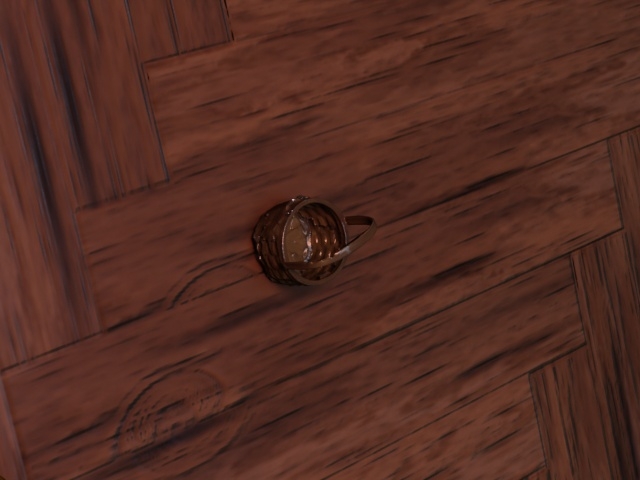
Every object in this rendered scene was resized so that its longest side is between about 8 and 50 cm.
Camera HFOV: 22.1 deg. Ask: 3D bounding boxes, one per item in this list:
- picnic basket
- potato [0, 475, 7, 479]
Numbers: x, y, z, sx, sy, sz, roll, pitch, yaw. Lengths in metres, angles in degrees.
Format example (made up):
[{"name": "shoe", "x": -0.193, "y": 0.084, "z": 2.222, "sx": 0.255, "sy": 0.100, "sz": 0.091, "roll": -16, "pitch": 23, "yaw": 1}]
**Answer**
[{"name": "picnic basket", "x": 0.000, "y": 0.000, "z": 1.175, "sx": 0.072, "sy": 0.083, "sz": 0.072, "roll": 0, "pitch": 89, "yaw": -43}, {"name": "potato", "x": -0.195, "y": 0.248, "z": 0.941, "sx": 0.369, "sy": 0.176, "sz": 0.195, "roll": 44, "pitch": 33, "yaw": -38}]
